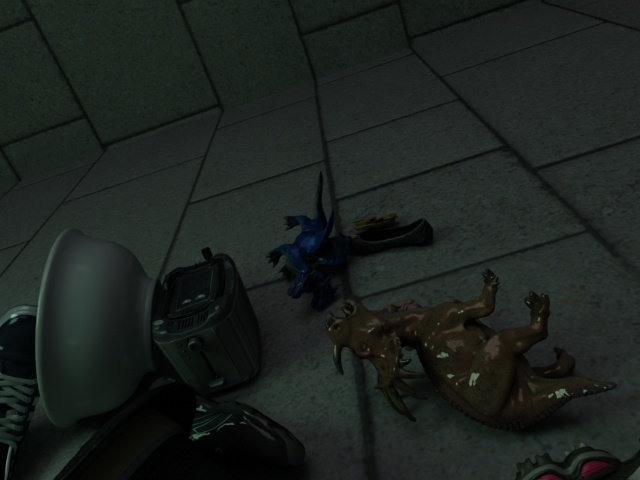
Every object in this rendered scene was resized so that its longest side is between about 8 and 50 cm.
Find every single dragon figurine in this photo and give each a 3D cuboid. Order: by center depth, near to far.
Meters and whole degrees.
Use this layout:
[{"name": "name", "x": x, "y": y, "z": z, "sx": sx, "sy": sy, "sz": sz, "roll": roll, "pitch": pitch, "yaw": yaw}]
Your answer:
[{"name": "dragon figurine", "x": 0.000, "y": 0.000, "z": 1.027, "sx": 0.144, "sy": 0.085, "sz": 0.289, "roll": -1, "pitch": 48, "yaw": 38}]

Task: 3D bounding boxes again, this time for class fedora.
[{"name": "fedora", "x": -0.162, "y": 0.303, "z": 0.514, "sx": 0.152, "sy": 0.334, "sz": 0.334, "roll": 26, "pitch": 43, "yaw": 11}]

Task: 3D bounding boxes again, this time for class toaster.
[{"name": "toaster", "x": -0.167, "y": 0.125, "z": 0.887, "sx": 0.129, "sy": 0.146, "sz": 0.227, "roll": -19, "pitch": 28, "yaw": 1}]

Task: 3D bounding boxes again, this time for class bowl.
[{"name": "bowl", "x": -0.315, "y": 0.130, "z": 0.881, "sx": 0.134, "sy": 0.298, "sz": 0.298, "roll": 1, "pitch": 27, "yaw": -7}]

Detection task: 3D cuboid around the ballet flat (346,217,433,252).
[{"name": "ballet flat", "x": 0.118, "y": -0.012, "z": 1.042, "sx": 0.173, "sy": 0.049, "sz": 0.057, "roll": -8, "pitch": 31, "yaw": 26}]

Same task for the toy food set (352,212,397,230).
[{"name": "toy food set", "x": 0.103, "y": -0.035, "z": 1.093, "sx": 0.083, "sy": 0.020, "sz": 0.082, "roll": -11, "pitch": 2, "yaw": 19}]

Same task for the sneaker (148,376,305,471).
[{"name": "sneaker", "x": -0.134, "y": 0.253, "z": 0.720, "sx": 0.267, "sy": 0.101, "sz": 0.106, "roll": 2, "pitch": 54, "yaw": 40}]

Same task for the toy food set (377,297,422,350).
[{"name": "toy food set", "x": 0.116, "y": 0.120, "z": 0.841, "sx": 0.078, "sy": 0.019, "sz": 0.122, "roll": -18, "pitch": 28, "yaw": 6}]

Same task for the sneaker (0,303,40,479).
[{"name": "sneaker", "x": -0.447, "y": 0.235, "z": 0.813, "sx": 0.282, "sy": 0.099, "sz": 0.153, "roll": -60, "pitch": 22, "yaw": 22}]

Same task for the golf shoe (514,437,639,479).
[{"name": "golf shoe", "x": 0.304, "y": 0.215, "z": 0.487, "sx": 0.272, "sy": 0.105, "sz": 0.120, "roll": -24, "pitch": 43, "yaw": 5}]

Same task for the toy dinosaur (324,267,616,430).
[{"name": "toy dinosaur", "x": 0.165, "y": 0.147, "z": 0.664, "sx": 0.200, "sy": 0.127, "sz": 0.295, "roll": -42, "pitch": 46, "yaw": -22}]
